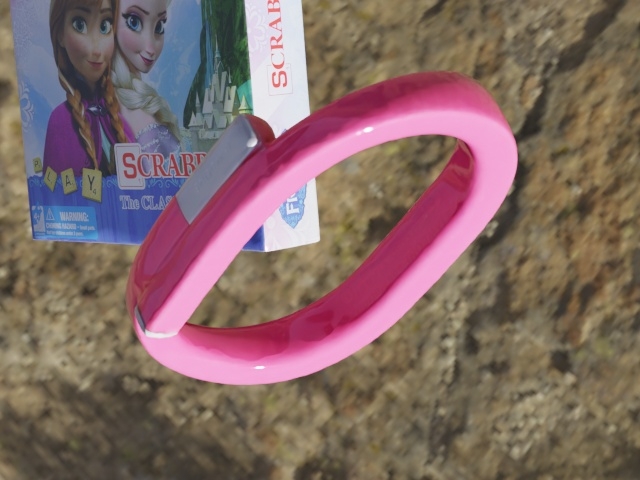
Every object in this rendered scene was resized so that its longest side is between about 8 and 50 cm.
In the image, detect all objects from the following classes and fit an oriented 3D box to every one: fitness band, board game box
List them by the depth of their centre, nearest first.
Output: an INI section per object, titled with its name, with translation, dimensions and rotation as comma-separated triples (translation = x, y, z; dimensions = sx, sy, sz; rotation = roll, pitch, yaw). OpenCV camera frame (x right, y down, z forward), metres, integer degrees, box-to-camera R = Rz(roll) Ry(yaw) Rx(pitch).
[fitness band]
translation = 0.000, 0.000, 0.972
dimensions = 0.291, 0.209, 0.054
rotation = -49, 51, 36
[board game box]
translation = -0.143, -0.155, 1.285
dimensions = 0.319, 0.066, 0.317
rotation = 1, 99, 45
